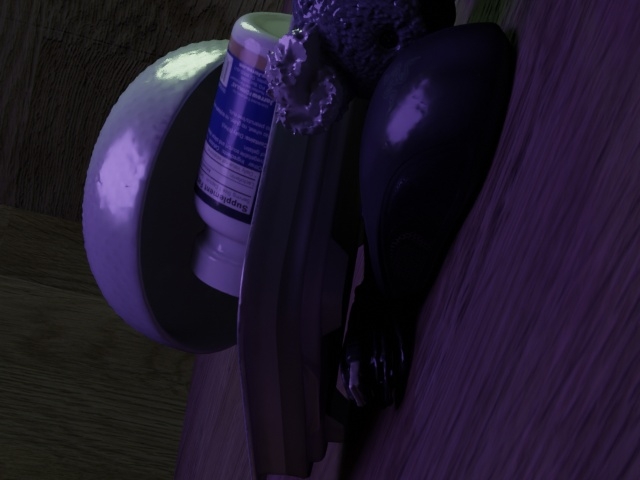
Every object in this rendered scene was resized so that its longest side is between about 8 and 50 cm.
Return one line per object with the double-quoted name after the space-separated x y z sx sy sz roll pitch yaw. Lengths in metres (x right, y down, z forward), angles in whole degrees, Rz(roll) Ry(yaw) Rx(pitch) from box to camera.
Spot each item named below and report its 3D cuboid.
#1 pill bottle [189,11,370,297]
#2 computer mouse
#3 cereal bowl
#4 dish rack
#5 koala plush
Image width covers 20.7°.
-0.041 -0.080 1.740 0.153 0.153 0.264 -93 17 -70 "pill bottle"
0.052 -0.034 1.150 0.272 0.072 0.188 109 172 -46 "computer mouse"
-0.142 -0.056 1.884 0.339 0.141 0.339 -32 -51 -50 "cereal bowl"
0.000 0.000 1.333 0.285 0.072 0.333 89 -171 -53 "dish rack"
0.030 -0.192 1.174 0.196 0.203 0.221 -35 -52 -34 "koala plush"
